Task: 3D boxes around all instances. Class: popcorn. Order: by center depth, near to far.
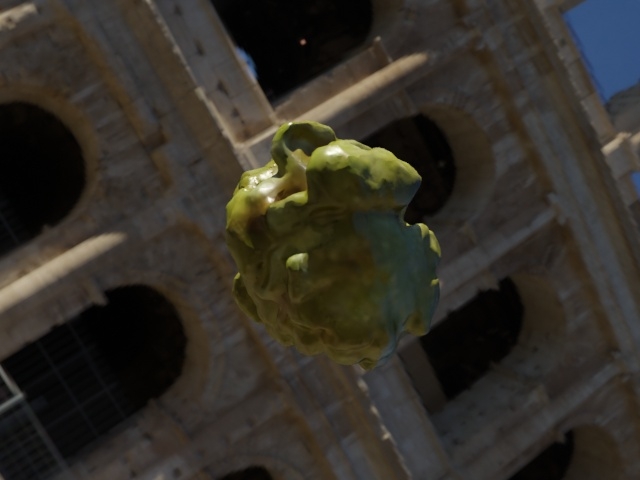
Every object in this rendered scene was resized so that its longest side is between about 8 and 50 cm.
[{"bbox_3d":[0.000,0.000,1.043,0.250,0.235,0.241,14,-85,53],"label":"popcorn"}]
